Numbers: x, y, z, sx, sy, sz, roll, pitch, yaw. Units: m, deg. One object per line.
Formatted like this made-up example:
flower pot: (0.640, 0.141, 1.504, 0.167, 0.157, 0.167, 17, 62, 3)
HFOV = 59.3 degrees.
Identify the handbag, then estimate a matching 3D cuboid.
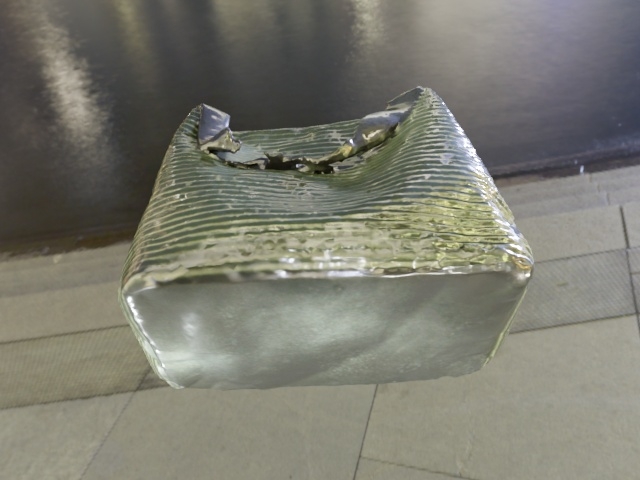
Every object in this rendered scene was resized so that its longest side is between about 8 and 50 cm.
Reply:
handbag: (0.000, 0.000, 0.526, 0.340, 0.247, 0.240, -5, 52, -2)
